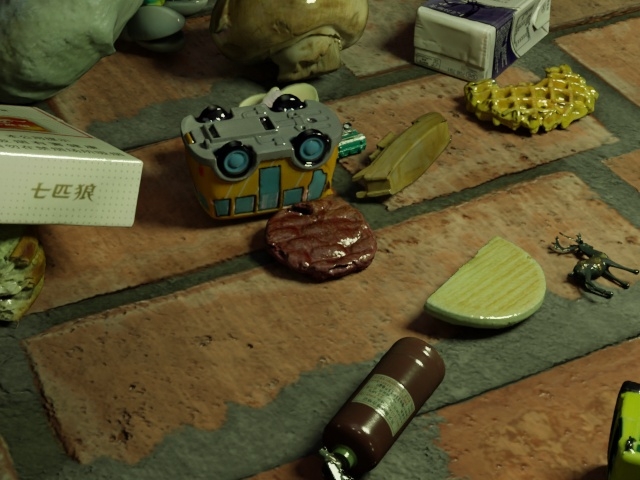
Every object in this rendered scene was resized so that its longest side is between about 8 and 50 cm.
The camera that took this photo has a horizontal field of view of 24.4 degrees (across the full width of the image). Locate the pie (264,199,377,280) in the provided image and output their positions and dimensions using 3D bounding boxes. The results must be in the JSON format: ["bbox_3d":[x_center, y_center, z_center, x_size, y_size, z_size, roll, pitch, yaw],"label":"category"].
[{"bbox_3d":[0.000,0.000,1.914,0.153,0.038,0.153,1,39,-1],"label":"pie"}]

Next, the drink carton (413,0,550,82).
[{"bbox_3d":[0.260,-0.347,2.340,0.134,0.102,0.222,20,41,28],"label":"drink carton"}]

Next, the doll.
[{"bbox_3d":[-0.272,-0.393,2.383,0.258,0.153,0.195,10,52,40],"label":"doll"}]

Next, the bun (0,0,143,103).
[{"bbox_3d":[-0.396,-0.365,2.208,0.211,0.362,0.362,33,27,-25],"label":"bun"}]

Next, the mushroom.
[{"bbox_3d":[-0.052,-0.333,2.243,0.255,0.184,0.255,-12,7,1],"label":"mushroom"}]

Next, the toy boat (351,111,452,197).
[{"bbox_3d":[0.111,-0.121,2.062,0.072,0.064,0.206,9,34,36],"label":"toy boat"}]

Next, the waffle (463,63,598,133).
[{"bbox_3d":[0.316,-0.216,2.201,0.194,0.051,0.149,-20,42,-25],"label":"waffle"}]

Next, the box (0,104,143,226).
[{"bbox_3d":[-0.399,-0.104,1.890,0.210,0.095,0.330,2,14,-36],"label":"box"}]

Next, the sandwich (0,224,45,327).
[{"bbox_3d":[-0.477,0.066,1.763,0.254,0.099,0.288,6,36,8],"label":"sandwich"}]

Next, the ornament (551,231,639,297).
[{"bbox_3d":[0.338,0.028,1.886,0.073,0.028,0.125,-23,44,-30],"label":"ornament"}]

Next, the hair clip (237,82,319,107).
[{"bbox_3d":[-0.083,-0.158,2.101,0.218,0.071,0.159,-32,48,-29],"label":"hair clip"}]

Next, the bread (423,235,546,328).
[{"bbox_3d":[0.219,0.066,1.827,0.112,0.036,0.193,25,39,23],"label":"bread"}]

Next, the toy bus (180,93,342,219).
[{"bbox_3d":[-0.077,-0.105,1.970,0.209,0.136,0.126,-11,36,-16],"label":"toy bus"}]

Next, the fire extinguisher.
[{"bbox_3d":[0.067,0.204,1.612,0.099,0.071,0.231,39,45,3],"label":"fire extinguisher"}]

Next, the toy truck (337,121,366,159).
[{"bbox_3d":[0.022,-0.136,2.099,0.083,0.039,0.044,-18,54,-26],"label":"toy truck"}]

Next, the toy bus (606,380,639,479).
[{"bbox_3d":[0.417,0.247,1.499,0.262,0.128,0.150,12,38,14],"label":"toy bus"}]
